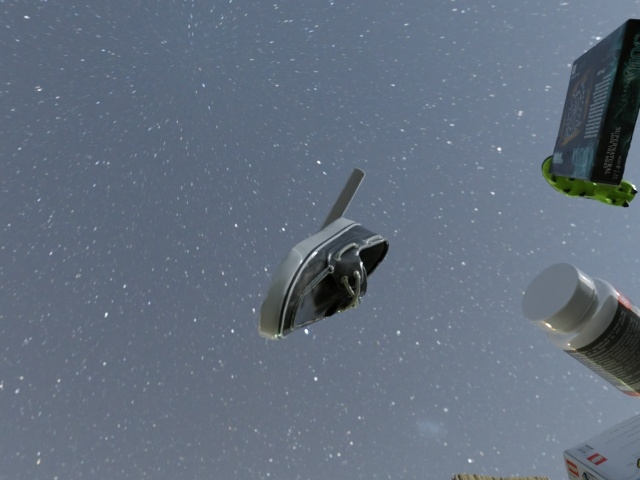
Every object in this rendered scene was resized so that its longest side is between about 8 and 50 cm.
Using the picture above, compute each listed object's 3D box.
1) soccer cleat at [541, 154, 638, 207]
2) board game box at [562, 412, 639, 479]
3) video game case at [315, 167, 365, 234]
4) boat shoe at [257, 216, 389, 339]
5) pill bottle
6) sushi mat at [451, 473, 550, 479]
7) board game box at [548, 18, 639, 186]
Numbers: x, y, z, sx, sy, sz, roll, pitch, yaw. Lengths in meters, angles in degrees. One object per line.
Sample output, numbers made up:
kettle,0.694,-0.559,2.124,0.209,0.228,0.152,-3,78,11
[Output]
soccer cleat,0.427,-0.100,0.835,0.179,0.072,0.060,16,-63,-15
board game box,0.478,0.250,0.599,0.305,0.193,0.053,-18,-80,-13
video game case,0.000,0.000,0.907,0.026,0.206,0.227,29,-104,0
boat shoe,0.013,0.035,0.527,0.070,0.219,0.077,19,-59,18
pill bottle,0.555,0.174,1.018,0.283,0.161,0.161,34,-82,-11
sushi mat,0.273,0.387,0.602,0.151,0.316,0.019,6,-76,-6
board game box,0.256,-0.119,0.482,0.026,0.186,0.126,10,-78,13
